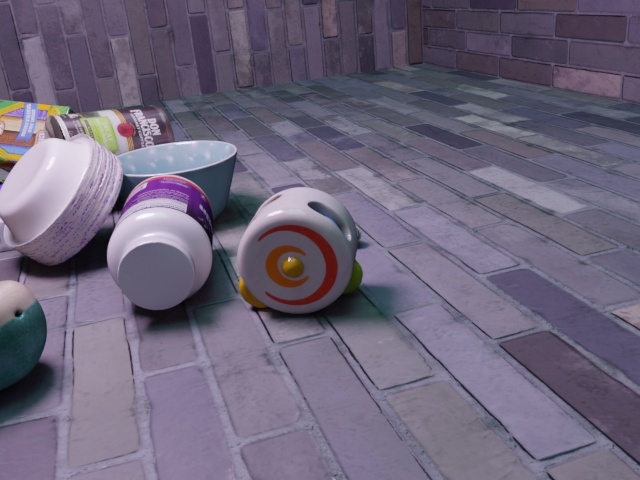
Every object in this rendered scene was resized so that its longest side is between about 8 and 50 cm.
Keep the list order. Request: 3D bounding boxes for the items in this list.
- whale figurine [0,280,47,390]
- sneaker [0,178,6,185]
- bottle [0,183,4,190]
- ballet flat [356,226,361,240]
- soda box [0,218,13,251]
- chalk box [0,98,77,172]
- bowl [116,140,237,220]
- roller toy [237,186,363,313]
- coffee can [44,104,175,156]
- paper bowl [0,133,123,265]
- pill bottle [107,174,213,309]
[{"bbox_3d":[-0.527,0.167,0.985,0.272,0.141,0.216,-24,14,22],"label":"whale figurine"},{"bbox_3d":[-0.939,-0.154,1.887,0.084,0.097,0.234,16,30,42],"label":"sneaker"},{"bbox_3d":[-0.705,-0.128,1.773,0.282,0.092,0.118,-15,29,-23],"label":"bottle"},{"bbox_3d":[0.000,0.000,1.357,0.168,0.057,0.052,-3,-6,-3],"label":"ballet flat"},{"bbox_3d":[-0.795,-0.010,1.523,0.216,0.074,0.069,-9,22,-10],"label":"soda box"},{"bbox_3d":[-0.755,-0.269,1.865,0.288,0.179,0.180,9,-12,11],"label":"chalk box"},{"bbox_3d":[-0.343,-0.125,1.581,0.311,0.163,0.311,-5,22,2],"label":"bowl"},{"bbox_3d":[-0.039,0.019,1.109,0.209,0.191,0.146,-2,23,9],"label":"roller toy"},{"bbox_3d":[-0.545,-0.239,1.722,0.275,0.202,0.201,-15,23,-35],"label":"coffee can"},{"bbox_3d":[-0.566,-0.102,1.405,0.284,0.148,0.284,-25,45,28],"label":"paper bowl"},{"bbox_3d":[-0.290,0.002,1.228,0.181,0.182,0.323,-8,22,-6],"label":"pill bottle"}]
